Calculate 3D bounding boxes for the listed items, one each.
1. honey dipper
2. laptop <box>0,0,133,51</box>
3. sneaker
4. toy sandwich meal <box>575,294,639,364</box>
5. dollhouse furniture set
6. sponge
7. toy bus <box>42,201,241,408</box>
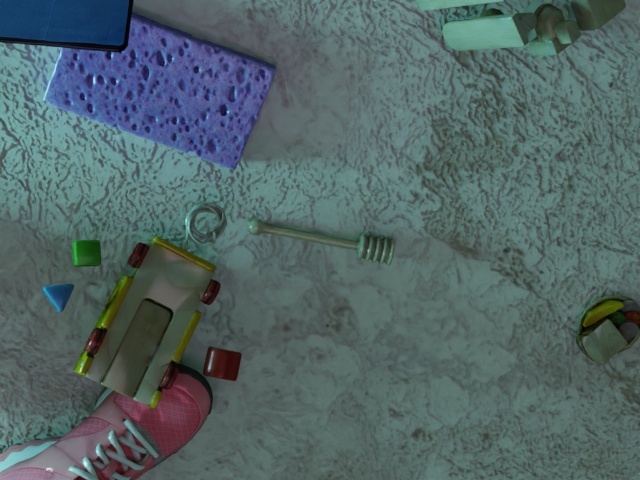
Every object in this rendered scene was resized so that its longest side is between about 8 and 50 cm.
[{"bbox_3d":[0.000,0.000,1.288,0.161,0.030,0.030,9,112,-6],"label":"honey dipper"},{"bbox_3d":[-0.333,-0.399,0.982,0.382,0.236,0.407,4,112,-7],"label":"laptop"},{"bbox_3d":[-0.250,0.258,1.317,0.314,0.136,0.116,-32,112,9],"label":"sneaker"},{"bbox_3d":[0.334,0.102,1.356,0.086,0.029,0.085,-2,113,-4],"label":"toy sandwich meal"},{"bbox_3d":[0.196,-0.259,1.196,0.151,0.123,0.144,-39,115,-26],"label":"dollhouse furniture set"},{"bbox_3d":[-0.163,-0.160,1.206,0.210,0.031,0.117,20,110,-12],"label":"sponge"},{"bbox_3d":[-0.184,0.077,1.263,0.202,0.104,0.190,-18,93,-18],"label":"toy bus"}]
